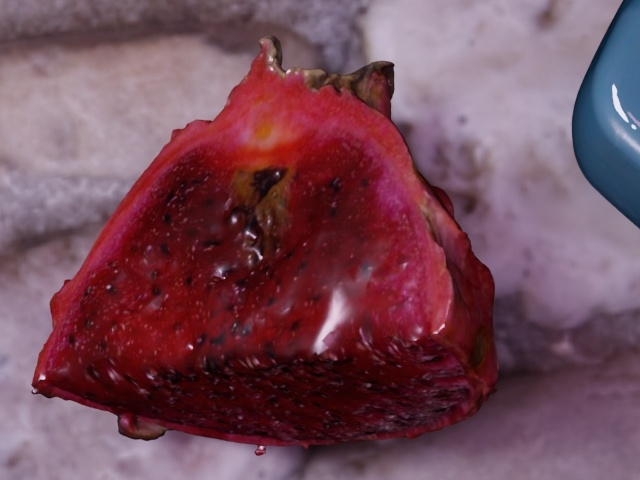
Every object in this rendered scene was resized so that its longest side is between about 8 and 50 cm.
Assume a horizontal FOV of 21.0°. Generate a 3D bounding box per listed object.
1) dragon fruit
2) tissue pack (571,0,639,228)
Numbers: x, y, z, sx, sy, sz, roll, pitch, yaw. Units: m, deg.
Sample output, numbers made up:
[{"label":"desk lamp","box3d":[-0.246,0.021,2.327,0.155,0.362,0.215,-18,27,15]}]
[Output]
[{"label":"dragon fruit","box3d":[0.000,0.000,0.896,0.262,0.134,0.211,-6,69,38]},{"label":"tissue pack","box3d":[0.264,-0.104,0.858,0.198,0.206,0.287,36,88,13]}]
